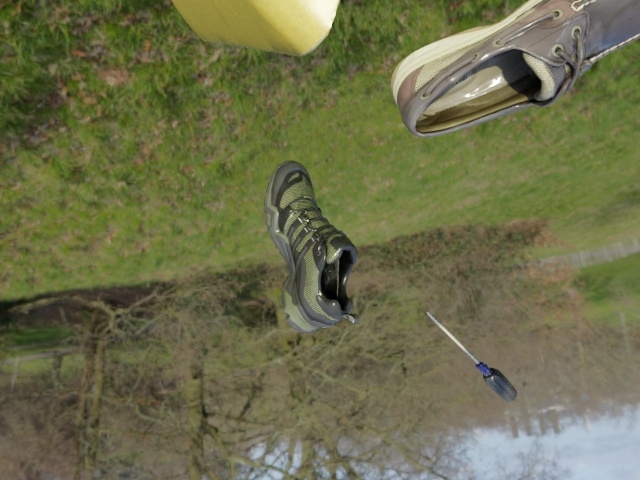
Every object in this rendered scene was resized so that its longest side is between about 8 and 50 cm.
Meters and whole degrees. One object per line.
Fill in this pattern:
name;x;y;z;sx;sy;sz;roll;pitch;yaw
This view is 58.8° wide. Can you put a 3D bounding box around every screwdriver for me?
screwdriver;0.191;0.150;0.724;0.170;0.025;0.024;40;145;-14

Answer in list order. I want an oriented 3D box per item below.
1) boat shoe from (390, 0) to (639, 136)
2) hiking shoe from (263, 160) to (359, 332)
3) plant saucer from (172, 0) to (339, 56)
boat shoe;0.208;-0.175;0.549;0.285;0.092;0.103;-18;140;18
hiking shoe;0.000;0.000;0.728;0.114;0.226;0.086;-16;173;39
plant saucer;-0.041;-0.315;0.404;0.081;0.332;0.333;14;-167;-28
